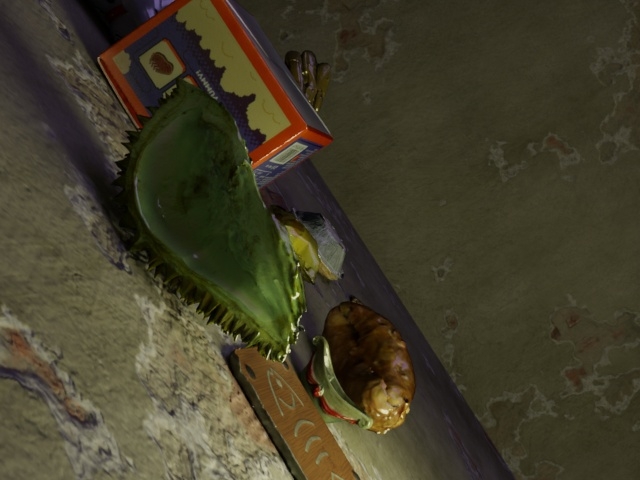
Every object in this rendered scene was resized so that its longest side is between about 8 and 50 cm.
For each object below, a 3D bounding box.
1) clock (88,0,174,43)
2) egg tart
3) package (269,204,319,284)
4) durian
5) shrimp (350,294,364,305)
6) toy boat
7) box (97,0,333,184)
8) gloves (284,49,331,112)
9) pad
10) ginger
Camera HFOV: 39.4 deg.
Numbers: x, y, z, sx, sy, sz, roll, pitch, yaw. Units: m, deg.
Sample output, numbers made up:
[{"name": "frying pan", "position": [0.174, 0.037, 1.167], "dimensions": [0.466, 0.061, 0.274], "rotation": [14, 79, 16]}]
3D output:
[{"name": "clock", "position": [-0.373, -0.472, 1.748], "dimensions": [0.254, 0.189, 0.189], "rotation": [61, 7, -12]}, {"name": "egg tart", "position": [0.000, 0.000, 2.367], "dimensions": [0.234, 0.094, 0.234], "rotation": [53, 8, -11]}, {"name": "package", "position": [-0.063, 0.006, 1.951], "dimensions": [0.168, 0.090, 0.226], "rotation": [52, 6, -10]}, {"name": "durian", "position": [-0.136, -0.015, 1.181], "dimensions": [0.394, 0.198, 0.163], "rotation": [61, 7, 15]}, {"name": "shrimp", "position": [0.101, 0.174, 2.551], "dimensions": [0.059, 0.023, 0.108], "rotation": [50, 4, 28]}, {"name": "toy boat", "position": [0.017, 0.250, 1.516], "dimensions": [0.185, 0.071, 0.089], "rotation": [59, 9, 24]}, {"name": "box", "position": [-0.181, -0.254, 1.665], "dimensions": [0.318, 0.257, 0.349], "rotation": [56, 8, 1]}, {"name": "gloves", "position": [-0.106, -0.288, 2.012], "dimensions": [0.154, 0.331, 0.141], "rotation": [50, 4, -46]}, {"name": "pad", "position": [-0.029, 0.279, 1.332], "dimensions": [0.284, 0.018, 0.286], "rotation": [58, 6, 9]}, {"name": "ginger", "position": [0.096, 0.249, 1.660], "dimensions": [0.172, 0.165, 0.321], "rotation": [61, 2, -33]}]
